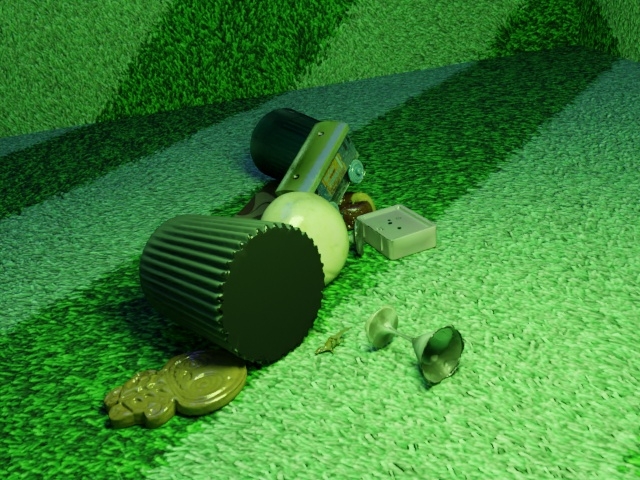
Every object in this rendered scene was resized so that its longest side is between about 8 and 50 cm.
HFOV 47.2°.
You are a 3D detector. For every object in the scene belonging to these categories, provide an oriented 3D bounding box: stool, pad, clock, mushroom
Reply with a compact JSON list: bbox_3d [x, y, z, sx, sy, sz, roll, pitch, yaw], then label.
[{"bbox_3d":[-0.205,0.085,1.608,0.330,0.297,0.297,11,30,44],"label":"stool"},{"bbox_3d":[-0.122,-0.137,2.376,0.219,0.004,0.330,1,26,18],"label":"pad"},{"bbox_3d":[0.203,-0.025,1.976,0.150,0.063,0.197,-17,26,-20],"label":"clock"},{"bbox_3d":[-0.050,0.005,1.801,0.246,0.246,0.202,-20,6,-26],"label":"mushroom"}]

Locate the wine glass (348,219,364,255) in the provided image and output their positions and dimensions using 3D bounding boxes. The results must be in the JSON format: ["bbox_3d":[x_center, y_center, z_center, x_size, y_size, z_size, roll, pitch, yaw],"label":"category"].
[{"bbox_3d":[0.000,0.000,1.938,0.222,0.103,0.103,-4,25,11],"label":"wine glass"}]

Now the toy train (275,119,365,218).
[{"bbox_3d":[0.005,-0.173,2.029,0.131,0.202,0.300,5,54,35],"label":"toy train"}]

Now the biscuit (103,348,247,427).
[{"bbox_3d":[-0.287,0.291,1.467,0.288,0.044,0.202,-12,25,-15],"label":"biscuit"}]

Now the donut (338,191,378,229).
[{"bbox_3d":[0.079,-0.090,2.143,0.184,0.074,0.166,14,35,41],"label":"donut"}]

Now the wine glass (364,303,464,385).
[{"bbox_3d":[0.178,0.198,1.454,0.122,0.122,0.182,-25,27,-33],"label":"wine glass"}]

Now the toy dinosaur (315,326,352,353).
[{"bbox_3d":[0.035,0.211,1.557,0.113,0.026,0.041,-33,17,-28],"label":"toy dinosaur"}]

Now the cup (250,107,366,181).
[{"bbox_3d":[-0.039,-0.269,2.411,0.242,0.308,0.292,-49,37,-9],"label":"cup"}]
